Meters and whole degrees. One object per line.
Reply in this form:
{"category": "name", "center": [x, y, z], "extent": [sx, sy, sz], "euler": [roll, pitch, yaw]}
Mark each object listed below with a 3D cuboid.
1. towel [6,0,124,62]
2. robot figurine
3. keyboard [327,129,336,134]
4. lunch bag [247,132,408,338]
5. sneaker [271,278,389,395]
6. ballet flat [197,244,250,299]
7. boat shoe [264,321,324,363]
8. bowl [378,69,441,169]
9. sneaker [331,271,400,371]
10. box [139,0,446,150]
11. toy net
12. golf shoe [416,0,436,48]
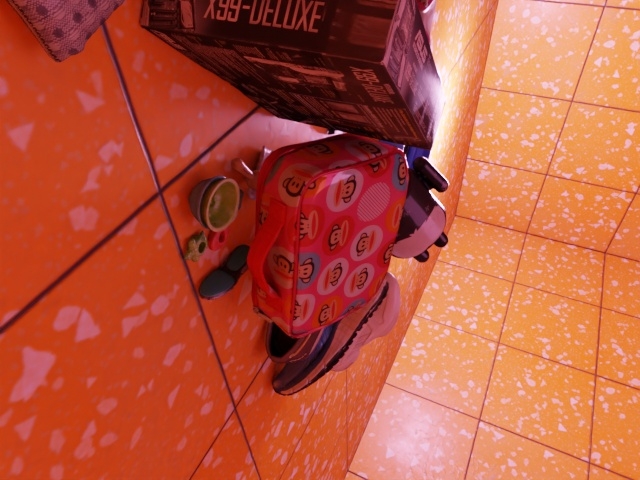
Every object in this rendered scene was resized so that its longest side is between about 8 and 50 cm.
{"category": "towel", "center": [-0.161, -0.341, 0.294], "extent": [0.324, 0.056, 0.312], "euler": [-61, 154, -24]}
{"category": "robot figurine", "center": [0.174, -0.071, 1.090], "extent": [0.278, 0.174, 0.209], "euler": [41, 65, -28]}
{"category": "keyboard", "center": [0.057, -0.281, 0.935], "extent": [0.180, 0.023, 0.108], "euler": [-59, 156, -31]}
{"category": "lunch bag", "center": [0.000, 0.000, 0.703], "extent": [0.258, 0.120, 0.292], "euler": [-23, 133, -40]}
{"category": "sneaker", "center": [-0.002, 0.181, 1.003], "extent": [0.329, 0.147, 0.130], "euler": [-54, 163, 4]}
{"category": "ballet flat", "center": [-0.133, 0.053, 0.679], "extent": [0.114, 0.041, 0.041], "euler": [-53, 151, -43]}
{"category": "boat shoe", "center": [-0.016, 0.078, 0.898], "extent": [0.324, 0.117, 0.097], "euler": [-68, 163, 1]}
{"category": "bowl", "center": [0.253, -0.291, 1.363], "extent": [0.391, 0.077, 0.390], "euler": [16, 90, -70]}
{"category": "sneaker", "center": [0.067, 0.195, 1.088], "extent": [0.152, 0.114, 0.305], "euler": [14, 119, -43]}
{"category": "box", "center": [0.000, -0.193, 0.535], "extent": [0.307, 0.243, 0.076], "euler": [8, 98, -69]}
{"category": "toy net", "center": [-0.102, -0.057, 0.659], "extent": [0.232, 0.045, 0.122], "euler": [-43, 144, -54]}
{"category": "golf shoe", "center": [0.195, -0.522, 1.009], "extent": [0.306, 0.116, 0.140], "euler": [80, 22, -63]}
